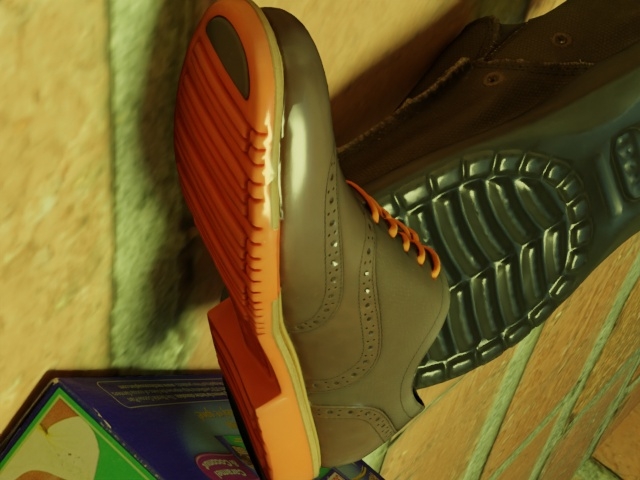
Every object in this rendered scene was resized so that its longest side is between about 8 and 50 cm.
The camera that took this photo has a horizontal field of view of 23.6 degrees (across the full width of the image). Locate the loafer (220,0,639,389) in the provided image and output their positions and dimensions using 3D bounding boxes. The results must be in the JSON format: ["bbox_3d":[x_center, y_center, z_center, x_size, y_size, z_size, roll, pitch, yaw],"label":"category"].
[{"bbox_3d":[0.099,-0.043,0.824,0.366,0.130,0.134,-29,128,-16],"label":"loafer"}]

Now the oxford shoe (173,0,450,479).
[{"bbox_3d":[0.000,0.000,0.655,0.098,0.097,0.271,-18,141,-12],"label":"oxford shoe"}]

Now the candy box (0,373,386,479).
[{"bbox_3d":[0.005,0.208,0.772,0.122,0.317,0.268,-55,161,8],"label":"candy box"}]
